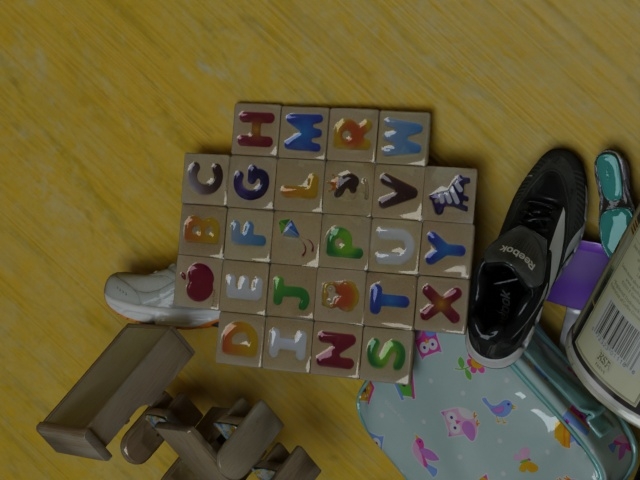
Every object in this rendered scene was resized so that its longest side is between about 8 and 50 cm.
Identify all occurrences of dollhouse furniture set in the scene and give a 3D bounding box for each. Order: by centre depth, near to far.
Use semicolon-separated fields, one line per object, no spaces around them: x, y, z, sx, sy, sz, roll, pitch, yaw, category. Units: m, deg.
-0.167;0.234;1.862;0.212;0.161;0.242;-2;132;53;dollhouse furniture set

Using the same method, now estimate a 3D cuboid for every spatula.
0.260;0.126;1.783;0.084;0.030;0.296;12;117;19;spatula

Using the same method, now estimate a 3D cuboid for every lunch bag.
0.192;0.199;1.770;0.279;0.108;0.224;48;122;15;lunch bag

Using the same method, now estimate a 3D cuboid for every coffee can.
0.379;0.030;1.589;0.201;0.201;0.275;29;121;9;coffee can

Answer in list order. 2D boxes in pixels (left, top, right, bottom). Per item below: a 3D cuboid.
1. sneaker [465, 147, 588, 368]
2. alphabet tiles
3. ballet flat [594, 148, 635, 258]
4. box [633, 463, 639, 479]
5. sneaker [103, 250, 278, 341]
0.205;0.012;1.660;0.078;0.106;0.234;22;83;16;sneaker
0.000;0.000;1.778;0.342;0.011;0.285;5;90;24;alphabet tiles
0.299;-0.038;1.686;0.041;0.041;0.114;-2;103;24;ballet flat
0.342;0.432;1.719;0.179;0.312;0.343;21;120;13;box
-0.122;0.041;1.888;0.262;0.099;0.121;6;95;23;sneaker
